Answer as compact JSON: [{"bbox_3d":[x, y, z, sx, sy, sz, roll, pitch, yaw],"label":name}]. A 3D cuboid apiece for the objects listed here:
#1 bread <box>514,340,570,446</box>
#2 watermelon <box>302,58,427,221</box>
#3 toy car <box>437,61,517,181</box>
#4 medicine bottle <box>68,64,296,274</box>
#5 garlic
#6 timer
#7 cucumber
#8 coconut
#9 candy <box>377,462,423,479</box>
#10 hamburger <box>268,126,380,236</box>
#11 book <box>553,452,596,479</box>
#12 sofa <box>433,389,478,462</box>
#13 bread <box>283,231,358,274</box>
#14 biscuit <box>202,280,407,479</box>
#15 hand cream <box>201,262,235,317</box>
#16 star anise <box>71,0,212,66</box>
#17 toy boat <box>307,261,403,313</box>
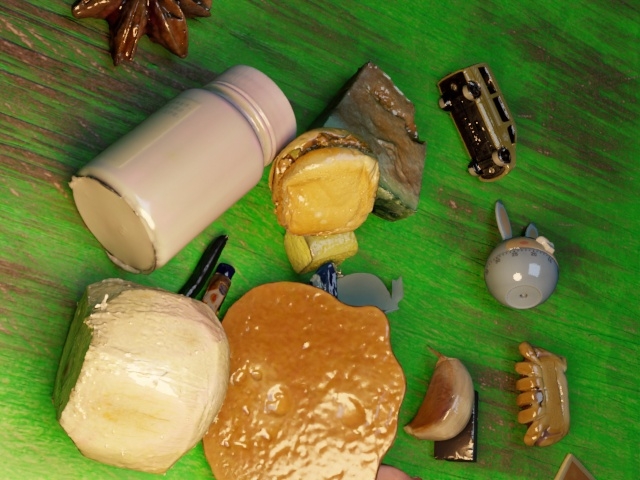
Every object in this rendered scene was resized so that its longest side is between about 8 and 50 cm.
[{"bbox_3d":[0.477,0.332,2.095,0.134,0.081,0.225,9,72,-36],"label":"bread"},{"bbox_3d":[0.097,-0.175,1.948,0.264,0.151,0.302,41,43,-15],"label":"watermelon"},{"bbox_3d":[0.364,-0.263,2.147,0.124,0.101,0.256,-26,92,-37],"label":"toy car"},{"bbox_3d":[-0.228,-0.133,1.674,0.379,0.213,0.213,-44,103,-31],"label":"medicine bottle"},{"bbox_3d":[0.244,0.303,1.931,0.090,0.128,0.198,36,61,-49],"label":"garlic"},{"bbox_3d":[0.447,0.028,2.099,0.175,0.175,0.255,32,63,-22],"label":"timer"},{"bbox_3d":[-0.218,0.064,1.745,0.184,0.033,0.036,-60,136,-27],"label":"cucumber"},{"bbox_3d":[-0.275,0.214,1.522,0.254,0.297,0.297,17,70,-17],"label":"coconut"},{"bbox_3d":[0.086,0.520,1.772,0.255,0.094,0.255,0,90,-38],"label":"candy"},{"bbox_3d":[0.012,-0.102,1.720,0.214,0.213,0.108,11,34,-30],"label":"hamburger"},{"bbox_3d":[0.590,0.613,2.139,0.241,0.018,0.170,46,59,-15],"label":"book"},{"bbox_3d":[0.278,0.376,1.975,0.060,0.085,0.147,43,48,-66],"label":"sofa"},{"bbox_3d":[0.000,0.000,1.845,0.114,0.129,0.111,-21,74,-28],"label":"bread"},{"bbox_3d":[-0.037,0.265,1.689,0.365,0.062,0.385,10,75,9],"label":"biscuit"},{"bbox_3d":[-0.201,0.114,1.738,0.163,0.039,0.062,-64,147,-26],"label":"hand cream"},{"bbox_3d":[-0.333,-0.470,1.751,0.315,0.108,0.315,8,73,-28],"label":"star anise"},{"bbox_3d":[0.074,0.133,1.878,0.291,0.067,0.220,-14,107,-40],"label":"toy boat"}]
